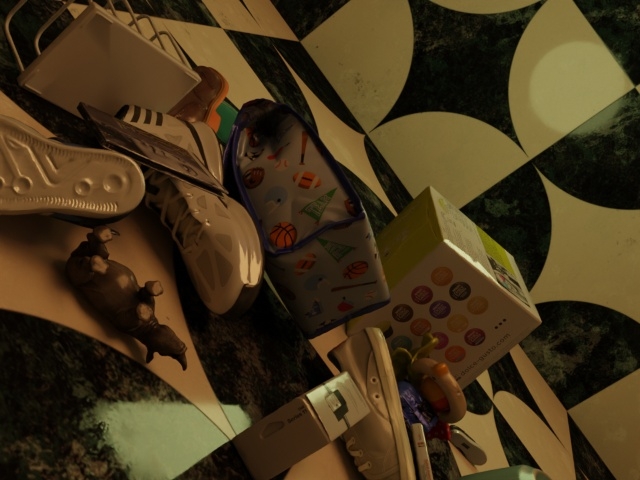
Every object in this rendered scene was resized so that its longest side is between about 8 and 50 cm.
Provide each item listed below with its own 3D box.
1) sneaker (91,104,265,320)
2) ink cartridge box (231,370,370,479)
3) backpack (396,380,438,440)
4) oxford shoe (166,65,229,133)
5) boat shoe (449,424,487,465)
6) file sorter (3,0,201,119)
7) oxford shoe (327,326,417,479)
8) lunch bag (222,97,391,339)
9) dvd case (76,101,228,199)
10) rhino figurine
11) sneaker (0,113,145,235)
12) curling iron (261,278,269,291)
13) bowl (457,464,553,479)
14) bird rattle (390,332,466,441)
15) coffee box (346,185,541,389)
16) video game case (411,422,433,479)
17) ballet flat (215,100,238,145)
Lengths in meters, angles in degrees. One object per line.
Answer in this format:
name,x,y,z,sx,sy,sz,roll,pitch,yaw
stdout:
sneaker,-0.273,-0.060,1.467,0.257,0.169,0.448,15,40,-44
ink cartridge box,-0.027,0.298,1.364,0.087,0.153,0.208,58,18,10
backpack,0.185,0.378,1.870,0.120,0.098,0.101,56,37,2
oxford shoe,-0.295,-0.324,1.894,0.132,0.130,0.364,39,22,-25
boat shoe,0.382,0.528,2.193,0.142,0.049,0.040,45,18,-20
file sorter,-0.398,-0.342,1.542,0.277,0.193,0.173,29,27,-55
oxford shoe,0.105,0.388,1.615,0.169,0.130,0.450,89,-11,-68
lunch bag,-0.050,-0.053,1.685,0.328,0.238,0.386,73,-7,-54
dvd case,-0.263,-0.142,1.329,0.221,0.018,0.164,24,13,-37
rhino figurine,-0.268,0.094,1.207,0.243,0.106,0.073,51,50,-13
sneaker,-0.415,-0.092,1.187,0.322,0.130,0.236,11,-4,-23
curling iron,-0.192,-0.006,1.708,0.274,0.035,0.068,54,22,1
bowl,0.449,0.613,1.828,0.311,0.163,0.312,44,22,-23
bird rattle,0.251,0.350,1.926,0.207,0.143,0.254,-6,-76,66
coffee box,0.288,0.131,2.134,0.334,0.337,0.338,38,21,-17
video game case,0.202,0.501,1.604,0.206,0.026,0.227,-94,176,-60
ballet flat,-0.213,-0.265,2.105,0.247,0.083,0.087,42,-4,-35
